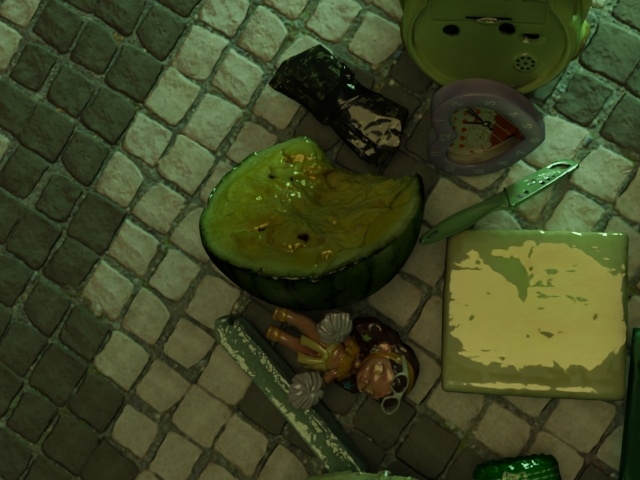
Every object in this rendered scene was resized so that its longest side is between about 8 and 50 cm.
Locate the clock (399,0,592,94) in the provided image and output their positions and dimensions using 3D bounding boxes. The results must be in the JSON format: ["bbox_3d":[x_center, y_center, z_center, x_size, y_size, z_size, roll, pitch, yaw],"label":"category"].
[{"bbox_3d":[0.243,-0.321,1.411,0.286,0.348,0.117,4,58,13],"label":"clock"}]

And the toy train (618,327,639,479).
[{"bbox_3d":[0.524,0.261,1.389,0.202,0.120,0.301,7,88,-8],"label":"toy train"}]

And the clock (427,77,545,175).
[{"bbox_3d":[0.246,-0.174,1.478,0.172,0.198,0.064,1,59,4],"label":"clock"}]

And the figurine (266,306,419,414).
[{"bbox_3d":[0.033,0.174,1.518,0.240,0.116,0.175,20,112,0],"label":"figurine"}]

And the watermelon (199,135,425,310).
[{"bbox_3d":[0.000,0.000,1.486,0.330,0.189,0.331,-14,40,12],"label":"watermelon"}]

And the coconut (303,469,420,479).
[{"bbox_3d":[0.064,0.495,1.385,0.346,0.346,0.360,27,127,13],"label":"coconut"}]

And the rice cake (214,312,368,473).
[{"bbox_3d":[-0.049,0.246,1.565,0.063,0.066,0.336,-41,78,7],"label":"rice cake"}]

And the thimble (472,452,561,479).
[{"bbox_3d":[0.293,0.363,1.459,0.130,0.118,0.090,-8,79,-15],"label":"thimble"}]

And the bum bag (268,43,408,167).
[{"bbox_3d":[0.034,-0.221,1.581,0.248,0.069,0.102,39,110,14],"label":"bum bag"}]

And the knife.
[{"bbox_3d":[0.268,-0.056,1.478,0.293,0.020,0.043,-28,47,-20],"label":"knife"}]

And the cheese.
[{"bbox_3d":[0.313,0.109,1.470,0.265,0.124,0.243,1,82,12],"label":"cheese"}]
